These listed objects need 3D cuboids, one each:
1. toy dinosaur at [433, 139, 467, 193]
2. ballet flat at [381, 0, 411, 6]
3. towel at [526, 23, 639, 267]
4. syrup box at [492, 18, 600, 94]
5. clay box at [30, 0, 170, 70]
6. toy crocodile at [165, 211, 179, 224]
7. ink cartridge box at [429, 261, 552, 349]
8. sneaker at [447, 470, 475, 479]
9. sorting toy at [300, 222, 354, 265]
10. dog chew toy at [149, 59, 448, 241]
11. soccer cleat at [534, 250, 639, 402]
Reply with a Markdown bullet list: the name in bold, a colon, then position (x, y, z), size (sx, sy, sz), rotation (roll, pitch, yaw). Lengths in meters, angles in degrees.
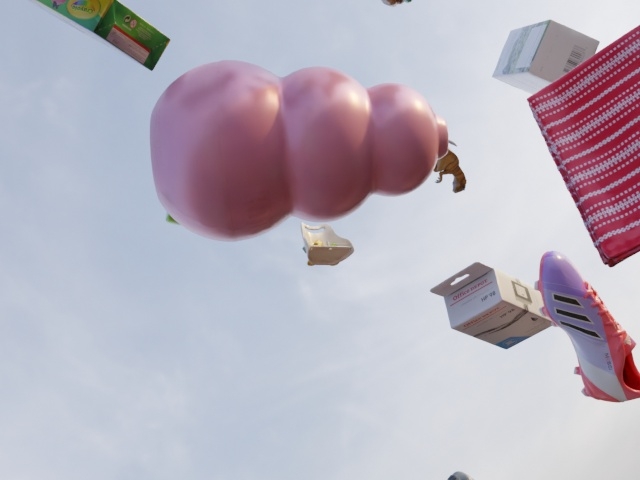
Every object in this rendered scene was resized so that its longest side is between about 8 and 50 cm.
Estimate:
- **toy dinosaur**: position (0.215, -0.153, 1.614), size (0.211, 0.112, 0.064), rotation (46, -124, -62)
- **ballet flat**: position (0.059, -0.388, 1.004), size (0.342, 0.124, 0.116), rotation (78, -147, -72)
- **towel**: position (0.354, -0.120, 1.007), size (0.199, 0.275, 0.031), rotation (-33, -43, 23)
- **syrup box**: position (0.382, -0.311, 1.562), size (0.237, 0.096, 0.093), rotation (-111, 44, -81)
- **clay box**: position (-0.306, -0.294, 1.121), size (0.053, 0.222, 0.127), rotation (-60, -25, 1)
- **toy crocodile**: position (-0.182, -0.085, 1.470), size (0.115, 0.340, 0.105), rotation (15, -76, -13)
- **ink cartridge box**: position (0.266, 0.104, 1.401), size (0.180, 0.060, 0.104), rotation (22, -44, -38)
- **sneaker**: position (0.345, 0.494, 1.683), size (0.125, 0.262, 0.104), rotation (-55, 12, -24)
- **sorting toy**: position (0.000, 0.000, 1.449), size (0.083, 0.075, 0.045), rotation (2, -42, -28)
- **dog chew toy**: position (-0.021, -0.106, 1.037), size (0.331, 0.207, 0.207), rotation (-4, -39, -1)
- **soccer cleat**: position (0.361, 0.112, 1.192), size (0.083, 0.095, 0.248), rotation (-49, -59, -42)
